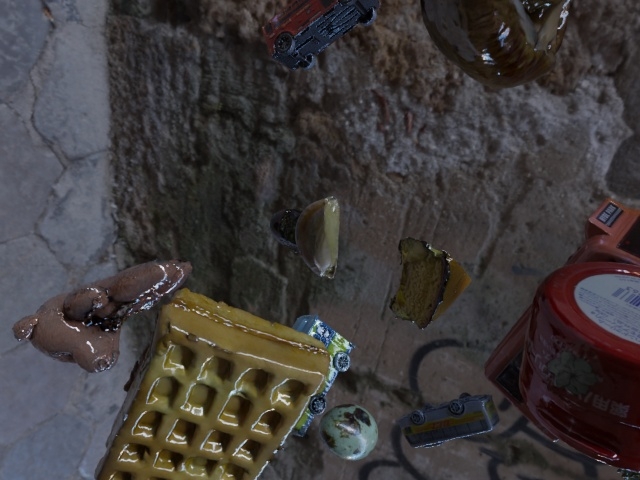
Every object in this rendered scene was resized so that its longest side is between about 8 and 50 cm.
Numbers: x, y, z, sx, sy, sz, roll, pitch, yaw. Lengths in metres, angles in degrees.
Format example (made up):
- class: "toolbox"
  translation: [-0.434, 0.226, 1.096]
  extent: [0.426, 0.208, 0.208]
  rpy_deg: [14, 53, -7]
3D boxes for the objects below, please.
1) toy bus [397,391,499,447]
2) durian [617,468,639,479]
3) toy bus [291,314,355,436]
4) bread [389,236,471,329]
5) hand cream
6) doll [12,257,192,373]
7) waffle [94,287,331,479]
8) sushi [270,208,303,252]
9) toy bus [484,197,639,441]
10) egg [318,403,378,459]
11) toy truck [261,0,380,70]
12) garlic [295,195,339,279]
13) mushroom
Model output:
- class: "toy bus"
  translation: [0.246, 0.347, 0.994]
  extent: [0.190, 0.075, 0.064]
  rpy_deg: [-30, 164, 32]
- class: "durian"
  translation: [0.555, 0.309, 0.779]
  extent: [0.200, 0.176, 0.237]
  rpy_deg: [-10, 124, -58]
- class: "toy bus"
  translation: [-0.055, 0.395, 1.528]
  extent: [0.312, 0.190, 0.152]
  rpy_deg: [-57, -164, -23]
- class: "bread"
  translation: [0.221, 0.083, 1.103]
  extent: [0.169, 0.140, 0.160]
  rpy_deg: [-46, 138, -18]
- class: "hand cream"
  translation: [0.357, 0.135, 0.604]
  extent: [0.230, 0.230, 0.150]
  rpy_deg: [-38, 136, -51]
- class: "doll"
  translation: [-0.352, 0.134, 0.885]
  extent: [0.201, 0.303, 0.156]
  rpy_deg: [18, 50, -68]
- class: "waffle"
  translation: [-0.147, 0.225, 0.673]
  extent: [0.328, 0.224, 0.098]
  rpy_deg: [-61, -160, 26]
- class: "sushi"
  translation: [-0.062, -0.029, 1.627]
  extent: [0.225, 0.126, 0.137]
  rpy_deg: [35, 67, -67]
- class: "toy bus"
  translation: [0.478, 0.145, 0.886]
  extent: [0.203, 0.233, 0.427]
  rpy_deg: [-31, 151, -39]
- class: "egg"
  translation: [0.085, 0.608, 1.637]
  extent: [0.231, 0.169, 0.169]
  rpy_deg: [29, 82, -42]
- class: "toy truck"
  translation: [-0.001, -0.485, 1.119]
  extent: [0.252, 0.114, 0.107]
  rpy_deg: [-30, 162, 24]
- class: "garlic"
  translation: [-0.010, -0.009, 1.215]
  extent: [0.086, 0.101, 0.196]
  rpy_deg: [-4, 99, -47]
- class: "mushroom"
  translation: [0.249, -0.330, 0.651]
  extent: [0.282, 0.195, 0.264]
  rpy_deg: [-15, 115, -18]
